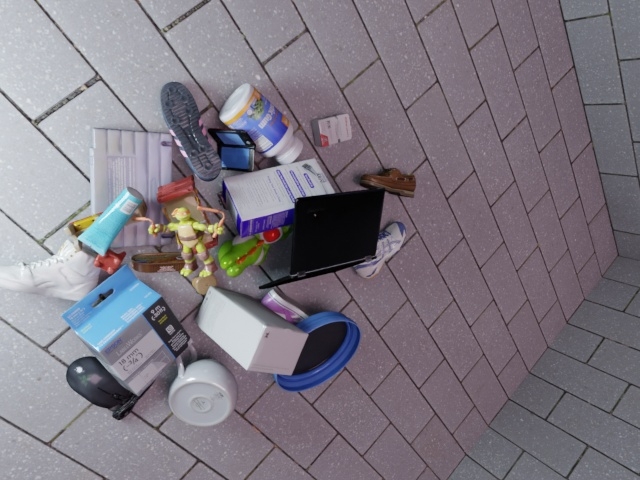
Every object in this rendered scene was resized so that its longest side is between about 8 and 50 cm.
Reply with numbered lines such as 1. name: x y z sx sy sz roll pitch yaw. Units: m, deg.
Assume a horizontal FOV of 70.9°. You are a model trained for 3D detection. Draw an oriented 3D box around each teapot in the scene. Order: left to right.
1. teapot: -0.407 0.509 1.591 0.253 0.187 0.255 13 115 -8

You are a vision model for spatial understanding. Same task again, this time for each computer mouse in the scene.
1. computer mouse: -0.688 0.473 1.460 0.188 0.072 0.272 -51 123 -10

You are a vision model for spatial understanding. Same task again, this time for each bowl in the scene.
1. bowl: -0.019 0.442 1.805 0.391 0.077 0.391 -20 135 -22

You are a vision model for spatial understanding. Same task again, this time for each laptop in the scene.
1. laptop: 0.000 0.000 1.632 0.382 0.408 0.236 -10 82 -34

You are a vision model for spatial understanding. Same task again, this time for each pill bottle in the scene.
1. pill bottle: -0.187 -0.375 1.499 0.272 0.152 0.152 38 82 -34

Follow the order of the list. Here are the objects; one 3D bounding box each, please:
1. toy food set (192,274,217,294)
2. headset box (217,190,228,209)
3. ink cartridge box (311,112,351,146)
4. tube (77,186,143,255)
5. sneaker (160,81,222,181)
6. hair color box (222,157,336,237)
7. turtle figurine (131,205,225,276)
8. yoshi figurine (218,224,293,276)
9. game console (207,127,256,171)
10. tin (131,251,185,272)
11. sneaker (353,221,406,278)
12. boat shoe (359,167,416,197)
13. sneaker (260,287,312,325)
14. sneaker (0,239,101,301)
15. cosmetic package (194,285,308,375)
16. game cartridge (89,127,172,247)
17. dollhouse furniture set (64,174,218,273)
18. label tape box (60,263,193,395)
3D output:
1. toy food set: -0.405 0.154 1.585 0.083 0.020 0.082 -34 119 -21
2. headset box: -0.313 -0.148 1.554 0.083 0.032 0.062 -32 118 -20
3. ink cartridge box: 0.042 -0.416 1.692 0.135 0.056 0.099 -21 114 -26
4. tube: -0.561 -0.053 1.214 0.080 0.052 0.207 41 101 -17
5. sneaker: -0.412 -0.328 1.407 0.112 0.131 0.318 -22 92 -18
6. hair color box: -0.137 -0.147 1.506 0.339 0.185 0.110 -17 152 -21
7. turtle figurine: -0.377 -0.007 1.264 0.270 0.087 0.217 -3 117 8
8. yoshi figurine: -0.232 -0.013 1.592 0.362 0.204 0.203 -46 164 -30
9. game console: -0.289 -0.292 1.451 0.124 0.144 0.085 54 47 -62
10. tin: -0.507 0.070 1.447 0.190 0.106 0.040 -2 112 -31
11. sneaker: 0.248 0.022 1.912 0.296 0.112 0.131 -52 123 -11
12. boat shoe: 0.280 -0.252 1.869 0.307 0.111 0.104 6 96 -44
13. sneaker: -0.140 0.312 1.764 0.282 0.102 0.161 38 93 -31
14. sneaker: -0.776 0.067 1.280 0.293 0.108 0.169 20 90 -45
15. cosmetic package: -0.240 0.293 1.507 0.197 0.366 0.155 24 90 -42
16. game cartridge: -0.573 -0.155 1.371 0.230 0.068 0.354 -2 104 -28
17. dollhouse furniture set: -0.517 -0.033 1.344 0.374 0.152 0.201 -20 115 -8
18. label tape box: -0.584 0.280 1.398 0.240 0.106 0.333 -47 132 -33
